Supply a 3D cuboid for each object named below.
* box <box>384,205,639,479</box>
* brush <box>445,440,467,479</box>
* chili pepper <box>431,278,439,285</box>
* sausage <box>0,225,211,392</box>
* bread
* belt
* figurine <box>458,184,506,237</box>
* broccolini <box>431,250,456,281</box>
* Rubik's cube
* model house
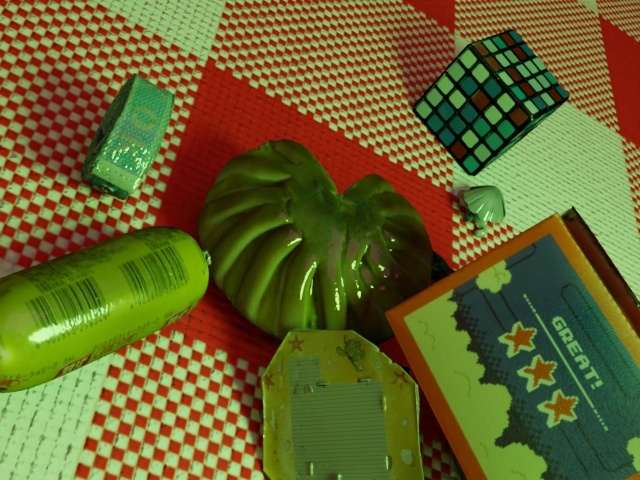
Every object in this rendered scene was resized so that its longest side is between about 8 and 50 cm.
[{"bbox_3d":[0.299,0.198,1.056,0.348,0.256,0.319,42,21,-59],"label":"box"},{"bbox_3d":[0.253,0.396,1.151,0.054,0.048,0.282,-3,59,-43],"label":"brush"},{"bbox_3d":[0.155,0.086,1.294,0.272,0.063,0.071,15,39,-25],"label":"chili pepper"},{"bbox_3d":[-0.257,0.070,0.951,0.347,0.123,0.123,-23,74,-45],"label":"sausage"},{"bbox_3d":[0.000,0.000,1.142,0.333,0.160,0.333,10,51,-13],"label":"bread"},{"bbox_3d":[-0.247,-0.133,1.102,0.082,0.147,0.163,29,74,-20],"label":"belt"},{"bbox_3d":[0.285,-0.060,1.508,0.094,0.082,0.086,39,59,9],"label":"figurine"},{"bbox_3d":[0.192,0.056,1.361,0.202,0.091,0.068,37,85,-25],"label":"broccolini"},{"bbox_3d":[0.323,-0.264,1.601,0.184,0.182,0.187,50,43,7],"label":"Rubik's cube"},{"bbox_3d":[0.046,0.217,1.049,0.136,0.207,0.219,21,61,-63],"label":"model house"}]
